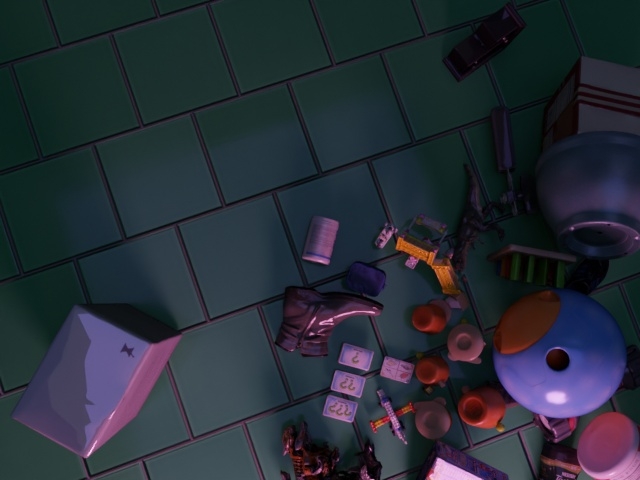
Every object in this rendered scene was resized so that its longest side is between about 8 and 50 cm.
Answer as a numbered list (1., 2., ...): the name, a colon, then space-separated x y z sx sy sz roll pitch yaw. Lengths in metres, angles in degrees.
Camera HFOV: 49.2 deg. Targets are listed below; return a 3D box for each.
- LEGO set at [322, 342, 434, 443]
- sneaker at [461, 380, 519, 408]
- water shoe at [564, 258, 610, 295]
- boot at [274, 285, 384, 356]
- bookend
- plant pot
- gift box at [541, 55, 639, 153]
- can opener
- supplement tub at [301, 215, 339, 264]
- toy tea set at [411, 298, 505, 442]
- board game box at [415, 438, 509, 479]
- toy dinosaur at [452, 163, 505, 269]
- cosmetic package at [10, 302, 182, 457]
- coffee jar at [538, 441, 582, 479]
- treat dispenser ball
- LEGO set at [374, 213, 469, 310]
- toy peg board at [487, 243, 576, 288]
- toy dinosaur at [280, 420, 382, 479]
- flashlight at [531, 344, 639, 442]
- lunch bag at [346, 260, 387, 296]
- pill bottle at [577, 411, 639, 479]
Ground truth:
1. LEGO set: 0.146 0.367 1.666 0.244 0.060 0.182 17 87 -5
2. sneaker: 0.432 0.367 1.684 0.188 0.066 0.071 -18 86 -6
3. water shoe: 0.651 0.105 1.717 0.073 0.080 0.203 44 83 0
4. boot: 0.020 0.201 1.669 0.246 0.083 0.161 7 91 2
5. bookend: 0.398 -0.483 1.710 0.156 0.157 0.072 -36 88 -7
6. plant pot: 0.624 -0.078 1.561 0.293 0.293 0.196 15 63 -3
7. gift box: 0.688 -0.262 1.675 0.258 0.276 0.255 12 71 0
8. can opener: 0.476 -0.195 1.732 0.093 0.074 0.280 -11 83 9
9. supplement tub: 0.000 0.000 1.679 0.071 0.071 0.107 15 85 -3
10. toy tea set: 0.320 0.301 1.648 0.200 0.124 0.336 -12 74 30
11. board game box: 0.326 0.569 1.612 0.194 0.060 0.194 16 120 -2
12. toy dinosaur: 0.394 -0.055 1.723 0.118 0.064 0.268 9 81 3
13. cosmetic package: -0.430 0.262 1.429 0.161 0.453 0.230 29 83 -2
14. coffee jar: 0.564 0.581 1.669 0.096 0.079 0.184 14 84 -4
15. treat dispenser ball: 0.533 0.251 1.573 0.288 0.288 0.288 0 85 -5
16. LEGO set: 0.278 0.036 1.682 0.287 0.132 0.107 38 56 -4
17. toy peg board: 0.495 0.074 1.663 0.161 0.160 0.079 11 78 -3
18. toy dinosaur: 0.034 0.565 1.619 0.218 0.164 0.322 -27 106 8
19. flashlight: 0.661 0.374 1.690 0.304 0.103 0.103 -25 50 -10
20. lunch bag: 0.114 0.091 1.682 0.098 0.065 0.067 23 98 4
21. pill bottle: 0.754 0.533 1.626 0.283 0.161 0.161 34 83 -16
